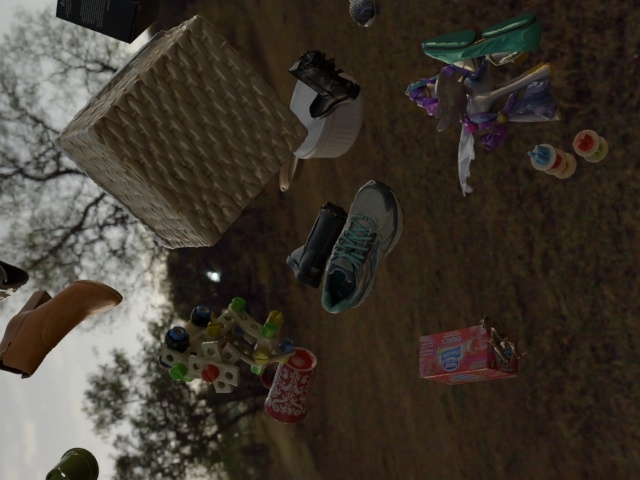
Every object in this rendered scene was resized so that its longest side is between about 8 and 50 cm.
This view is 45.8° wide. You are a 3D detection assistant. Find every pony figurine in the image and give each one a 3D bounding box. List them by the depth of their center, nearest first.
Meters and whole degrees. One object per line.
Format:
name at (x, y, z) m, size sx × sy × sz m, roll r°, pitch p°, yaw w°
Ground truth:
pony figurine at (0.396, -0.332, 1.882) m, size 0.351 × 0.363 × 0.303 m, roll -89°, pitch -18°, yaw -45°

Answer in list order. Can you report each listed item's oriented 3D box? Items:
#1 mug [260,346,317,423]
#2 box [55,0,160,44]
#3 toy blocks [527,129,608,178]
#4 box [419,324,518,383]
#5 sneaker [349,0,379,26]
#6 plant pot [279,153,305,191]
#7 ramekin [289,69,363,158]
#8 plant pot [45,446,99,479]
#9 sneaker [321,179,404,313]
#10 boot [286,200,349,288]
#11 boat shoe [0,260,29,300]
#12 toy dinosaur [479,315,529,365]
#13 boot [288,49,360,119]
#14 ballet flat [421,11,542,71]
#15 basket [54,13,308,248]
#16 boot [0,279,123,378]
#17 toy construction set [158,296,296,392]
mug at (-0.087, 0.358, 1.919) m, size 0.113 × 0.150 × 0.169 m, roll -64°, pitch -9°, yaw -58°
box at (-0.415, -0.480, 1.504) m, size 0.156 × 0.158 × 0.093 m, roll -73°, pitch 3°, yaw -55°
toy blocks at (0.472, -0.173, 1.457) m, size 0.148 × 0.123 × 0.054 m, roll 9°, pitch -122°, yaw -50°
box at (0.401, 0.316, 2.073) m, size 0.256 × 0.128 × 0.123 m, roll -21°, pitch 57°, yaw 50°
sneaker at (0.122, -0.595, 1.933) m, size 0.081 × 0.080 × 0.211 m, roll 40°, pitch -153°, yaw -29°
plant pot at (-0.085, -0.272, 2.458) m, size 0.236 × 0.032 × 0.237 m, roll -170°, pitch 90°, yaw -75°
ramekin at (0.017, -0.358, 2.149) m, size 0.273 × 0.127 × 0.273 m, roll -29°, pitch 57°, yaw 58°
plant pot at (-0.465, 0.434, 1.400) m, size 0.079 × 0.083 × 0.083 m, roll -4°, pitch -97°, yaw -79°
sneaker at (0.075, 0.023, 1.457) m, size 0.122 × 0.110 × 0.283 m, roll -32°, pitch -38°, yaw -58°
boot at (0.000, 0.000, 1.982) m, size 0.207 × 0.094 × 0.246 m, roll -63°, pitch 11°, yaw 7°
boat shoe at (-0.893, 0.092, 2.084) m, size 0.118 × 0.103 × 0.320 m, roll 59°, pitch 169°, yaw 11°
toy dinosaur at (0.385, 0.210, 1.608) m, size 0.112 × 0.064 × 0.211 m, roll 59°, pitch -178°, yaw 29°
boot at (-0.006, -0.242, 1.183) m, size 0.121 × 0.099 × 0.045 m, roll -18°, pitch 48°, yaw 51°
ballet flat at (0.328, -0.389, 1.541) m, size 0.087 × 0.247 × 0.083 m, roll 66°, pitch -147°, yaw -29°
basket at (-0.260, -0.194, 1.450) m, size 0.331 × 0.328 × 0.266 m, roll 46°, pitch 162°, yaw -24°
boot at (-0.577, 0.200, 1.650) m, size 0.104 × 0.295 × 0.211 m, roll 54°, pitch -140°, yaw -39°
toy construction set at (-0.192, 0.221, 1.527) m, size 0.151 × 0.215 × 0.327 m, roll -66°, pitch -12°, yaw 14°
